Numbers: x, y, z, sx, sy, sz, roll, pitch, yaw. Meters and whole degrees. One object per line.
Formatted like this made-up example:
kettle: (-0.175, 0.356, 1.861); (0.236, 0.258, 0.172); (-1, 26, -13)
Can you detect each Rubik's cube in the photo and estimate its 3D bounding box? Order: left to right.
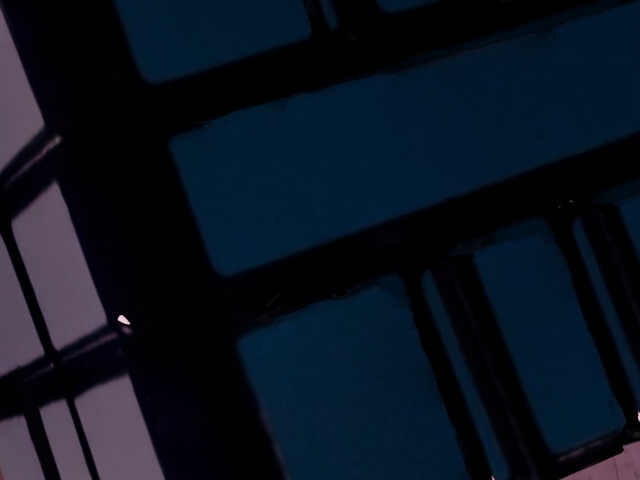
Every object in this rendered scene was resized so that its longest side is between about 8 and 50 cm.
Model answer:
Rubik's cube: (-0.006, -0.017, 0.771); (0.288, 0.283, 0.293); (-17, 174, -26)

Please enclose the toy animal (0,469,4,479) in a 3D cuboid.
toy animal: (-0.264, 0.132, 1.275); (0.345, 0.277, 0.247); (-48, -165, 36)
